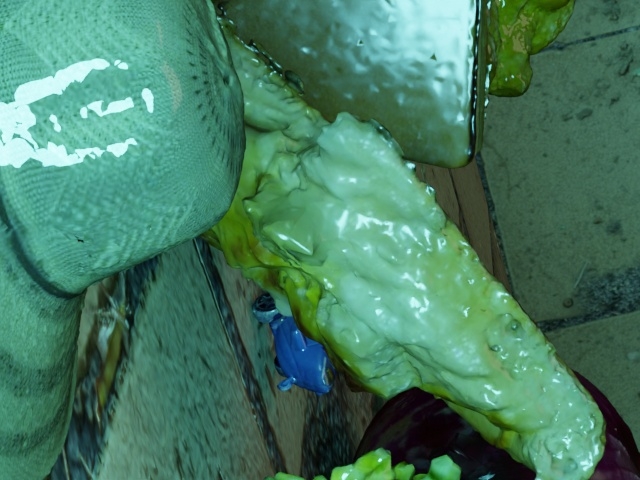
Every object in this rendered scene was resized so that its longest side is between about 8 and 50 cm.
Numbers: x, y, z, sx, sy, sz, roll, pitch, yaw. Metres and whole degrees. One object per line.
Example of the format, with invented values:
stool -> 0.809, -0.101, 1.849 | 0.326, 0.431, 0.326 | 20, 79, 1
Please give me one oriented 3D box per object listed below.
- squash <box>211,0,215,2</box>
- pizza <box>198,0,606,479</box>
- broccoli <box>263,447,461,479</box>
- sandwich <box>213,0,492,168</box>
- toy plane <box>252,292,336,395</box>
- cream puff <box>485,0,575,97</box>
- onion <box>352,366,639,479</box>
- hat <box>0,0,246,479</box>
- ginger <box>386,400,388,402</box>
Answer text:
squash -> -0.082, -0.293, 0.921 | 0.309, 0.210, 0.233 | 62, 8, 1
pizza -> 0.000, 0.000, 0.911 | 0.323, 0.089, 0.223 | 40, -8, 43
broccoli -> 0.056, 0.171, 0.851 | 0.180, 0.273, 0.242 | 45, -4, 22
sandwich -> 0.009, -0.158, 1.104 | 0.108, 0.186, 0.220 | -49, 142, -79
toy plane -> -0.007, 0.039, 1.132 | 0.167, 0.062, 0.054 | -108, 178, -57
cream puff -> 0.055, -0.191, 1.287 | 0.244, 0.244, 0.196 | -93, -168, -47
onion -> 0.127, 0.188, 1.217 | 0.256, 0.272, 0.230 | 41, -5, 29
hat -> -0.082, -0.045, 0.639 | 0.252, 0.110, 0.252 | -12, 90, -81
ginger -> 0.074, 0.092, 1.503 | 0.165, 0.067, 0.096 | -92, -173, -50
